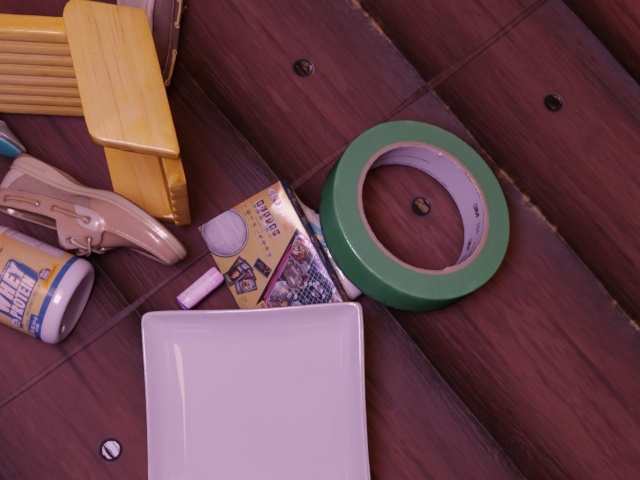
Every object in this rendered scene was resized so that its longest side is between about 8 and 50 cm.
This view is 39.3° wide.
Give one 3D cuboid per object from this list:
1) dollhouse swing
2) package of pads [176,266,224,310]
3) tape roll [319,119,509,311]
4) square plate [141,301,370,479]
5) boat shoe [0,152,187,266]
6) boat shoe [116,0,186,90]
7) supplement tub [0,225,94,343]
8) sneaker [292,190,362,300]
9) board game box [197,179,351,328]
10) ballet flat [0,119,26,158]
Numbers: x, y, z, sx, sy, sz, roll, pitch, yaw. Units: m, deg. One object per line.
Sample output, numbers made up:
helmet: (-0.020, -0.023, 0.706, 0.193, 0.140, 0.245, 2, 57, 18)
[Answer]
dollhouse swing: (-0.384, -0.168, 1.374, 0.305, 0.347, 0.315, -13, 77, -10)
package of pads: (-0.198, 0.082, 1.482, 0.083, 0.050, 0.032, -41, 82, -15)
tape roll: (0.160, -0.043, 1.503, 0.321, 0.077, 0.321, 8, 66, -18)
square plate: (-0.099, 0.275, 1.400, 0.347, 0.049, 0.344, -3, 87, 3)
boat shoe: (-0.373, -0.024, 1.447, 0.341, 0.122, 0.110, 24, 73, 17)
boat shoe: (-0.293, -0.408, 1.582, 0.116, 0.096, 0.324, -8, 67, 34)
supplement tub: (-0.474, 0.063, 1.407, 0.199, 0.144, 0.144, 23, 74, 0)
sneaker: (0.000, 0.000, 1.515, 0.092, 0.087, 0.229, -35, 87, -23)
board game box: (-0.072, 0.046, 1.456, 0.165, 0.042, 0.243, -28, 88, 15)
ballet flat: (-0.589, -0.204, 1.508, 0.213, 0.072, 0.068, 18, 63, -2)
